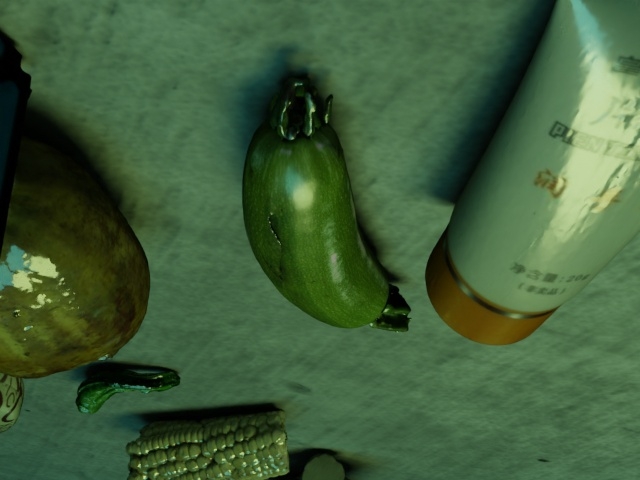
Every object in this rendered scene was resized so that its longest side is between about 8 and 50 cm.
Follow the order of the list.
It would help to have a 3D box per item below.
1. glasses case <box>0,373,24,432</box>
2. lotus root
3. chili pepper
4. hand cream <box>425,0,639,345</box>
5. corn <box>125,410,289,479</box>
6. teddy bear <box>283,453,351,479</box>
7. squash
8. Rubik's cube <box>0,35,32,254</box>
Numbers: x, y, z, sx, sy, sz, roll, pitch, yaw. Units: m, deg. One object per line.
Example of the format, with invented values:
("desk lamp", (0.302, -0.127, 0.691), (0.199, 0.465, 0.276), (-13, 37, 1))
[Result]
("glasses case", (-0.455, 0.120, 1.127), (0.354, 0.085, 0.137), (14, 152, -14))
("lotus root", (-0.190, 0.022, 0.815), (0.145, 0.128, 0.260), (-8, 154, 7))
("chili pepper", (-0.197, 0.139, 1.179), (0.118, 0.035, 0.055), (-19, 159, 24))
("hand cream", (0.150, -0.046, 0.662), (0.139, 0.089, 0.314), (7, 147, -8))
("corn", (-0.110, 0.223, 1.284), (0.211, 0.087, 0.087), (-13, 149, 26))
("teddy bear", (-0.023, 0.356, 1.456), (0.144, 0.171, 0.251), (26, 161, 4))
("squash", (-0.002, 0.000, 0.791), (0.080, 0.071, 0.318), (-1, 154, 13))
("Rubik's cube", (-0.325, -0.027, 0.599), (0.250, 0.248, 0.246), (-8, 151, 26))
